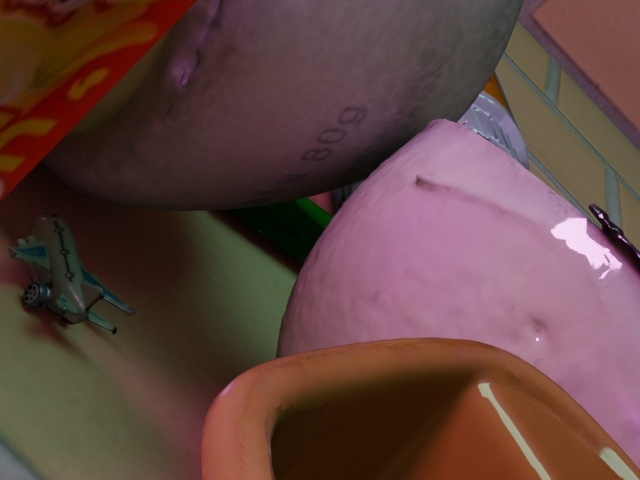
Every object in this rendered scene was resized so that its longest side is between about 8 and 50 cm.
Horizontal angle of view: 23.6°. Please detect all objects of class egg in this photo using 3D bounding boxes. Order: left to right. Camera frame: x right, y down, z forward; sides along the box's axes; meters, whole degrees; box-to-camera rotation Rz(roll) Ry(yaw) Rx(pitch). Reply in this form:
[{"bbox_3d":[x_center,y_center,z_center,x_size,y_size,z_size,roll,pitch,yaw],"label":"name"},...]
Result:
[{"bbox_3d":[0.082,0.111,0.758,0.337,0.201,0.337,53,-8,11],"label":"egg"}]

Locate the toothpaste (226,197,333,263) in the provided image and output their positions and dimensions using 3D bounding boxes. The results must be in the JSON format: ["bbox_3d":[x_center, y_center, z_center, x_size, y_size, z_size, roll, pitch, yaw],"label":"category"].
[{"bbox_3d":[0.000,0.000,1.075,0.248,0.047,0.078,37,4,-34],"label":"toothpaste"}]

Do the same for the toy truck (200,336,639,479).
[{"bbox_3d":[0.014,0.164,0.474,0.288,0.211,0.204,13,39,-55],"label":"toy truck"}]

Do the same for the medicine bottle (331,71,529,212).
[{"bbox_3d":[0.079,-0.095,1.276,0.158,0.158,0.318,40,18,-22],"label":"medicine bottle"}]

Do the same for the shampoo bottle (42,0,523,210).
[{"bbox_3d":[-0.057,-0.174,0.830,0.317,0.322,0.322,8,38,-32],"label":"shampoo bottle"}]

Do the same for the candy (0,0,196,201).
[{"bbox_3d":[-0.132,-0.102,0.589,0.088,0.276,0.146,53,17,17],"label":"candy"}]

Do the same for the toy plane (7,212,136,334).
[{"bbox_3d":[-0.128,0.016,0.753,0.080,0.033,0.083,29,18,-43],"label":"toy plane"}]
